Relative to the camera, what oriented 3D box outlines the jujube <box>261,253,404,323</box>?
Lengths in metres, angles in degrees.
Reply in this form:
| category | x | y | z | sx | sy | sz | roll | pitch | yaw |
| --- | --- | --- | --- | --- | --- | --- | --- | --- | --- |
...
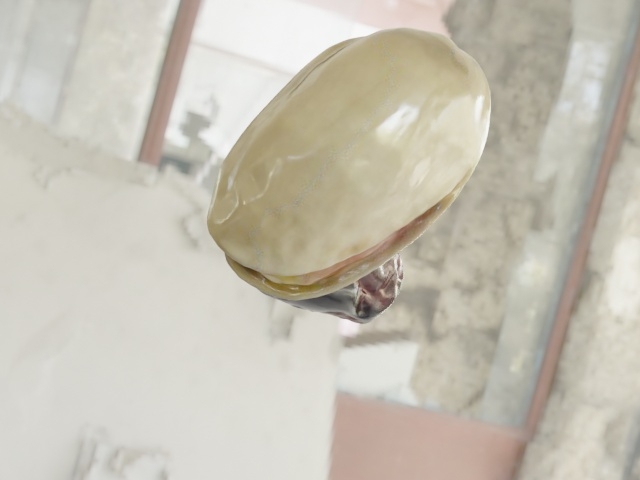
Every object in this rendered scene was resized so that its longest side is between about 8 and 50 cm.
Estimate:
| category | x | y | z | sx | sy | sz | roll | pitch | yaw |
| --- | --- | --- | --- | --- | --- | --- | --- | --- | --- |
| jujube | 0.000 | 0.000 | 1.541 | 0.168 | 0.168 | 0.236 | 16 | -22 | 51 |

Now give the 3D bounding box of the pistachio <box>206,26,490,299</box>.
| category | x | y | z | sx | sy | sz | roll | pitch | yaw |
| --- | --- | --- | --- | --- | --- | --- | --- | --- | --- |
| pistachio | 0.031 | -0.074 | 1.358 | 0.187 | 0.299 | 0.187 | 42 | -9 | 8 |
